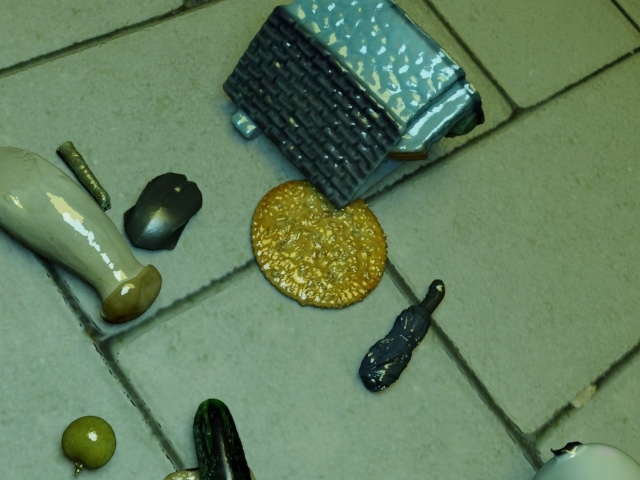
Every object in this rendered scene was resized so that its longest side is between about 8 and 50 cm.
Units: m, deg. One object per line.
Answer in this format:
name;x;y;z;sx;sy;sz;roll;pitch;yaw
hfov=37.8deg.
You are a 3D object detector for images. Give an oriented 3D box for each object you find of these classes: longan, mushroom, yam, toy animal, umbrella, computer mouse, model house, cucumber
longan;-0.319;0.281;1.279;0.075;0.075;0.083;27;71;-6
mushroom;-0.384;-0.018;1.396;0.350;0.128;0.128;44;55;1
yam;-0.374;-0.104;1.503;0.033;0.027;0.129;-35;80;-32
toy animal;0.468;0.431;1.424;0.309;0.251;0.251;20;56;-19
umbrella;0.148;0.152;1.546;0.071;0.071;0.248;43;53;5
computer mouse;-0.250;-0.054;1.506;0.099;0.057;0.172;33;51;1
model house;0.047;-0.235;1.633;0.339;0.297;0.360;-43;81;1
cucumber;-0.131;0.332;1.301;0.074;0.074;0.241;-3;64;-24

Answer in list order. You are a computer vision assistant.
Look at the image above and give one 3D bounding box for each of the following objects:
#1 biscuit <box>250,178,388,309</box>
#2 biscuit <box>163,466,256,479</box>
biscuit;0.000;0.000;1.591;0.253;0.035;0.254;10;59;-16
biscuit;-0.159;0.355;1.331;0.147;0.018;0.071;-5;66;-26
